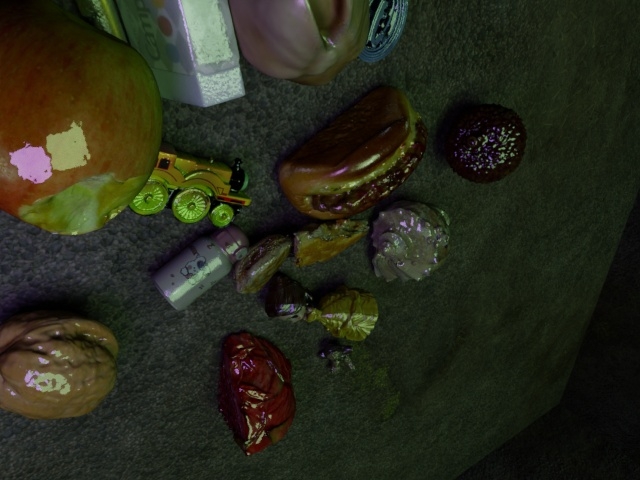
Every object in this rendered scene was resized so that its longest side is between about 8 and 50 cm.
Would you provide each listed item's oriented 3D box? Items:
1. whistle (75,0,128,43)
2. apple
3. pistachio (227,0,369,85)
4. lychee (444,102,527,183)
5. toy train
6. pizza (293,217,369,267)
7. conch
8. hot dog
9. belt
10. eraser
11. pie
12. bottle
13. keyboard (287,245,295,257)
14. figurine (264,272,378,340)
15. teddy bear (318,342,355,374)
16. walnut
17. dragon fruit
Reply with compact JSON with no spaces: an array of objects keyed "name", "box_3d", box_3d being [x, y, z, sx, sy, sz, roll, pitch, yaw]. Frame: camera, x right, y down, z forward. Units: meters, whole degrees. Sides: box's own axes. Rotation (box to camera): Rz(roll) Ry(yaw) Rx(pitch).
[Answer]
[{"name":"whistle","box_3d":[-0.369,-0.342,0.949,0.067,0.057,0.327,-28,132,-22]},{"name":"apple","box_3d":[-0.408,-0.191,0.823,0.339,0.339,0.340,-20,129,-27]},{"name":"pistachio","box_3d":[-0.052,-0.467,0.904,0.281,0.365,0.446,-26,134,-3]},{"name":"lychee","box_3d":[0.483,-0.281,1.556,0.271,0.235,0.236,-24,135,-58]},{"name":"toy train","box_3d":[-0.279,-0.122,1.135,0.296,0.100,0.161,10,114,-42]},{"name":"pizza","box_3d":[0.000,0.000,1.397,0.189,0.071,0.296,-38,166,31]},{"name":"conch","box_3d":[0.300,0.018,1.634,0.351,0.210,0.297,-5,135,-34]},{"name":"hot dog","box_3d":[0.107,-0.200,1.310,0.405,0.223,0.185,-40,132,-12]},{"name":"belt","box_3d":[0.119,-0.507,1.212,0.141,0.082,0.191,5,116,-37]},{"name":"eraser","box_3d":[-0.261,-0.429,0.891,0.082,0.213,0.397,-44,140,-36]},{"name":"pie","box_3d":[-0.144,0.059,1.353,0.193,0.079,0.163,-43,161,-21]},{"name":"bottle","box_3d":[-0.272,0.053,1.255,0.233,0.110,0.110,-39,135,-11]},{"name":"keyboard","box_3d":[-0.081,0.023,1.458,0.155,0.010,0.053,-4,119,-37]},{"name":"figurine","box_3d":[-0.017,0.197,1.525,0.315,0.187,0.168,12,101,-36]},{"name":"teddy bear","box_3d":[0.057,0.373,1.762,0.119,0.078,0.160,-14,142,12]},{"name":"walnut","box_3d":[-0.540,0.254,1.093,0.256,0.224,0.257,-24,138,-23]},{"name":"dragon fruit","box_3d":[-0.216,0.420,1.521,0.240,0.302,0.331,-14,115,8]}]
